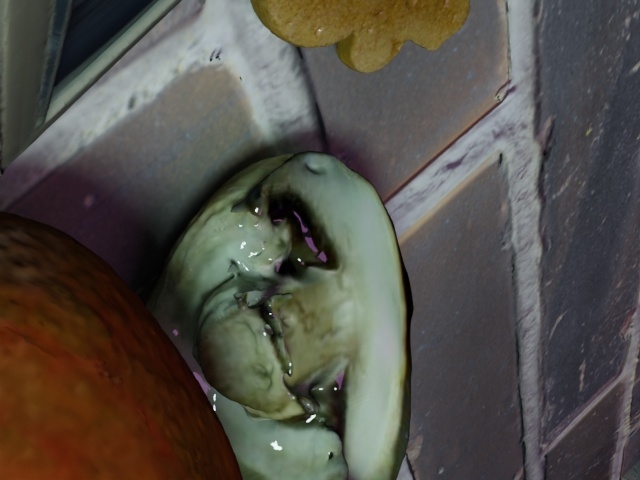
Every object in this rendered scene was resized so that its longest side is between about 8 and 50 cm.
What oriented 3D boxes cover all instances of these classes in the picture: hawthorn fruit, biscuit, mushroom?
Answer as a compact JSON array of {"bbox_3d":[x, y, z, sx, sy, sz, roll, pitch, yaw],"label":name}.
[{"bbox_3d":[-0.185,0.144,0.533,0.295,0.311,0.295,-34,-174,4],"label":"hawthorn fruit"},{"bbox_3d":[0.033,-0.189,0.707,0.225,0.036,0.166,-11,132,-43],"label":"biscuit"},{"bbox_3d":[-0.037,0.071,0.791,0.189,0.164,0.267,-49,124,-51],"label":"mushroom"}]

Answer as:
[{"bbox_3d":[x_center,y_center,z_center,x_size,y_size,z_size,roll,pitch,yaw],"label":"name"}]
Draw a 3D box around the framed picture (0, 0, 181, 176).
[{"bbox_3d":[0.023,-0.214,0.428,0.446,0.028,0.326,-48,-172,-16],"label":"framed picture"}]
